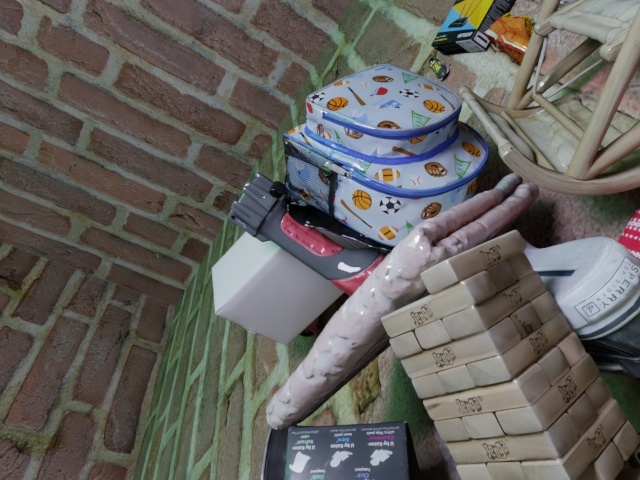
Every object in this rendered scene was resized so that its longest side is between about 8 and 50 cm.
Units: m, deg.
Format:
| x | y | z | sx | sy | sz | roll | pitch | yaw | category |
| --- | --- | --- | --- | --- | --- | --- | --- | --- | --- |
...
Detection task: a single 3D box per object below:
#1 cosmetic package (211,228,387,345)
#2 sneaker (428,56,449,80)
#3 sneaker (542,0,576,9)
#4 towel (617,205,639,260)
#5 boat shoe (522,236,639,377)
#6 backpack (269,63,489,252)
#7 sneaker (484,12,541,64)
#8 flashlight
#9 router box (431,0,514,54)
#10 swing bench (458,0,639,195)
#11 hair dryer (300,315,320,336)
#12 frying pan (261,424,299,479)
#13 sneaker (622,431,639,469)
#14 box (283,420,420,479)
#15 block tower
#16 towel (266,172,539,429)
| x | y | z | sx | sy | sz | roll | pitch | yaw | category |
| --- | --- | --- | --- | --- | --- | --- | --- | --- | --- |
| -0.033 | 0.024 | 0.965 | 0.365 | 0.197 | 0.155 | -43 | 36 | 17 | cosmetic package |
| 0.260 | -0.385 | 1.062 | 0.031 | 0.035 | 0.083 | -53 | 23 | 30 | sneaker |
| 0.385 | -0.453 | 0.780 | 0.095 | 0.090 | 0.235 | -40 | 32 | 31 | sneaker |
| 0.371 | -0.038 | 0.404 | 0.275 | 0.031 | 0.199 | -62 | 20 | 7 | towel |
| 0.226 | 0.075 | 0.494 | 0.121 | 0.119 | 0.335 | -43 | -2 | 1 | boat shoe |
| 0.105 | -0.121 | 0.695 | 0.276 | 0.263 | 0.213 | -38 | -28 | -29 | backpack |
| 0.335 | -0.352 | 0.810 | 0.067 | 0.064 | 0.175 | -42 | 31 | 26 | sneaker |
| 0.000 | 0.000 | 0.796 | 0.103 | 0.304 | 0.103 | -54 | 0 | -35 | flashlight |
| 0.319 | -0.464 | 0.996 | 0.133 | 0.046 | 0.179 | -61 | 21 | 9 | router box |
| 0.304 | -0.197 | 0.520 | 0.255 | 0.165 | 0.253 | -60 | 12 | 31 | swing bench |
| 0.012 | 0.077 | 1.076 | 0.294 | 0.080 | 0.223 | -66 | 21 | -3 | hair dryer |
| -0.030 | 0.380 | 0.677 | 0.326 | 0.053 | 0.197 | 75 | -168 | -46 | frying pan |
| 0.251 | 0.190 | 0.374 | 0.188 | 0.071 | 0.066 | -60 | 21 | 12 | sneaker |
| 0.040 | 0.356 | 0.502 | 0.143 | 0.165 | 0.270 | -8 | 45 | 12 | box |
| 0.166 | 0.166 | 0.332 | 0.097 | 0.090 | 0.336 | -38 | 74 | 50 | block tower |
| 0.103 | 0.069 | 0.582 | 0.317 | 0.053 | 0.332 | -24 | -26 | -48 | towel |
